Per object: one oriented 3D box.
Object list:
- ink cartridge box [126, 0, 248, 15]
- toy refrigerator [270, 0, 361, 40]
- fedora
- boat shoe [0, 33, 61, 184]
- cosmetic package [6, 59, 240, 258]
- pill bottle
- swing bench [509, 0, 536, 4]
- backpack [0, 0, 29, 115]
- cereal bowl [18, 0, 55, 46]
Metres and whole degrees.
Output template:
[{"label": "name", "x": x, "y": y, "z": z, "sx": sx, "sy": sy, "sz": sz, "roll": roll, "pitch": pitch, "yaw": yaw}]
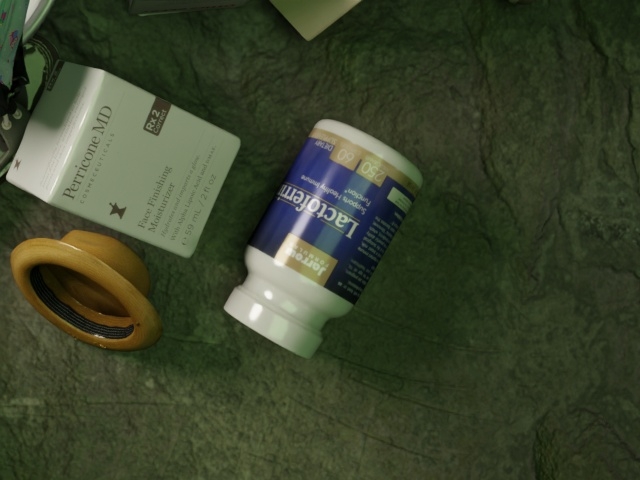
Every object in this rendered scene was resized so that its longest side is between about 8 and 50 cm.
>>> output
[{"label": "ink cartridge box", "x": -0.141, "y": -0.315, "z": 1.080, "sx": 0.148, "sy": 0.203, "sz": 0.086, "roll": -8, "pitch": 95, "yaw": -15}, {"label": "toy refrigerator", "x": 0.052, "y": -0.342, "z": 1.088, "sx": 0.094, "sy": 0.269, "sz": 0.102, "roll": 45, "pitch": 55, "yaw": -15}, {"label": "fedora", "x": -0.261, "y": 0.048, "z": 1.126, "sx": 0.194, "sy": 0.194, "sz": 0.079, "roll": 37, "pitch": 49, "yaw": -16}, {"label": "boat shoe", "x": -0.403, "y": -0.093, "z": 1.082, "sx": 0.112, "sy": 0.095, "sz": 0.335, "roll": 38, "pitch": 85, "yaw": -15}, {"label": "cosmetic package", "x": -0.221, "y": -0.091, "z": 1.079, "sx": 0.183, "sy": 0.151, "sz": 0.151, "roll": 23, "pitch": 89, "yaw": -37}, {"label": "pill bottle", "x": 0.000, "y": 0.000, "z": 1.174, "sx": 0.153, "sy": 0.153, "sz": 0.265, "roll": 30, "pitch": 87, "yaw": -16}, {"label": "swing bench", "x": 0.199, "y": -0.451, "z": 1.181, "sx": 0.253, "sy": 0.165, "sz": 0.255, "roll": 14, "pitch": 92, "yaw": -17}, {"label": "backpack", "x": -0.345, "y": -0.226, "z": 0.931, "sx": 0.151, "sy": 0.115, "sz": 0.182, "roll": 16, "pitch": 88, "yaw": -14}, {"label": "cereal bowl", "x": -0.442, "y": -0.326, "z": 1.026, "sx": 0.338, "sy": 0.141, "sz": 0.339, "roll": -2, "pitch": 96, "yaw": -16}]
